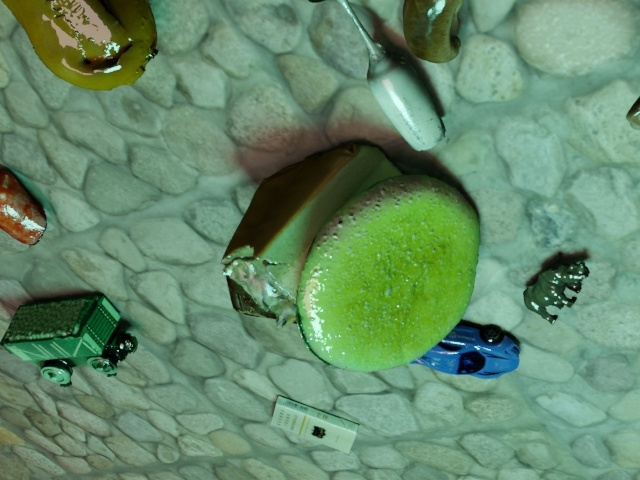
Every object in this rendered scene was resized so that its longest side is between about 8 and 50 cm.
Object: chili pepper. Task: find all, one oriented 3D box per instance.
[{"bbox_3d":[-0.531,-0.069,1.615,0.086,0.084,0.192,-29,126,25],"label":"chili pepper"}]

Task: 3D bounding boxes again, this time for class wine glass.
[{"bbox_3d":[0.079,-0.209,1.179,0.074,0.074,0.262,-10,133,34],"label":"wine glass"}]

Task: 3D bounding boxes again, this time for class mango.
[{"bbox_3d":[-0.313,-0.293,1.206,0.248,0.156,0.151,41,174,-20],"label":"mango"}]

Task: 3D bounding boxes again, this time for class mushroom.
[{"bbox_3d":[0.131,-0.274,1.066,0.072,0.094,0.210,14,145,6],"label":"mushroom"}]

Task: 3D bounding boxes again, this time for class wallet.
[{"bbox_3d":[-0.043,0.099,1.617,0.232,0.031,0.122,7,137,17],"label":"wallet"}]

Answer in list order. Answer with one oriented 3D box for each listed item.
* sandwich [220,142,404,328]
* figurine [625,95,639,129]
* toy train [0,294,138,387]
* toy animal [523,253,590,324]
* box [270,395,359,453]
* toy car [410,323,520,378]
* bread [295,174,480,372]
[{"bbox_3d":[0.000,0.000,1.350,0.227,0.198,0.155,-23,123,42],"label":"sandwich"},{"bbox_3d":[0.428,-0.197,0.926,0.173,0.177,0.247,24,97,9],"label":"figurine"},{"bbox_3d":[-0.477,0.195,1.867,0.269,0.115,0.154,-8,138,33],"label":"toy train"},{"bbox_3d":[0.337,0.064,1.387,0.065,0.047,0.136,32,146,2],"label":"toy animal"},{"bbox_3d":[-0.012,0.361,1.908,0.166,0.024,0.090,19,141,3],"label":"box"},{"bbox_3d":[0.209,0.175,1.559,0.216,0.063,0.103,13,140,12],"label":"toy car"},{"bbox_3d":[0.098,0.052,1.323,0.045,0.301,0.301,38,164,53],"label":"bread"}]
